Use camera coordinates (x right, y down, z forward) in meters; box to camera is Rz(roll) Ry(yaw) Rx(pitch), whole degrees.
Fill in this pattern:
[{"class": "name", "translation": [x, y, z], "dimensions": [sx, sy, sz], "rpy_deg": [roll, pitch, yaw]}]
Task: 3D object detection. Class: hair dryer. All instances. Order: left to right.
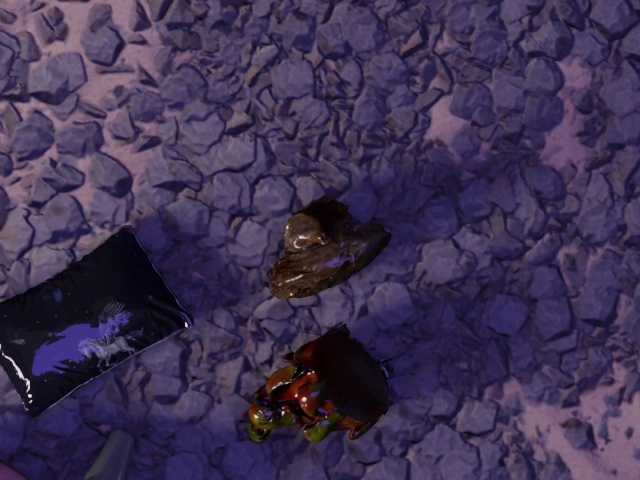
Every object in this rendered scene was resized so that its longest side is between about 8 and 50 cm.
[{"class": "hair dryer", "translation": [-0.203, 0.304, 1.839], "dimensions": [0.199, 0.067, 0.167], "rpy_deg": [45, 40, -40]}]

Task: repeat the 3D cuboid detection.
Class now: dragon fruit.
[{"class": "dragon fruit", "translation": [-0.005, 0.161, 1.866], "dimensions": [0.175, 0.142, 0.138], "rpy_deg": [-22, 47, 8]}]

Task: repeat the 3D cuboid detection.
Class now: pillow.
[{"class": "pillow", "translation": [-0.261, 0.089, 1.857], "dimensions": [0.208, 0.055, 0.141], "rpy_deg": [-32, 81, -12]}]

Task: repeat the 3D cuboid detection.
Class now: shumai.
[{"class": "shumai", "translation": [-0.003, 0.012, 1.877], "dimensions": [0.105, 0.123, 0.139], "rpy_deg": [42, 93, 8]}]

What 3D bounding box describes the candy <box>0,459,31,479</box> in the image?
[{"class": "candy", "translation": [-0.399, 0.340, 1.785], "dimensions": [0.255, 0.094, 0.255], "rpy_deg": [1, 85, -9]}]
